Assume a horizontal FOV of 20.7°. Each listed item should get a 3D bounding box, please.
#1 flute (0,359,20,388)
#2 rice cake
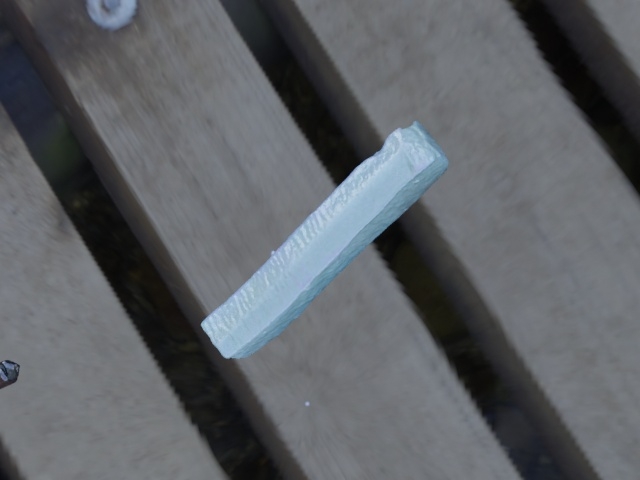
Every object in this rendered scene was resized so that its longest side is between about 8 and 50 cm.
[{"bbox_3d":[-0.224,0.096,0.819,0.269,0.014,0.014,-23,84,39],"label":"flute"},{"bbox_3d":[0.000,0.000,1.000,0.180,0.030,0.042,-45,62,21],"label":"rice cake"}]
